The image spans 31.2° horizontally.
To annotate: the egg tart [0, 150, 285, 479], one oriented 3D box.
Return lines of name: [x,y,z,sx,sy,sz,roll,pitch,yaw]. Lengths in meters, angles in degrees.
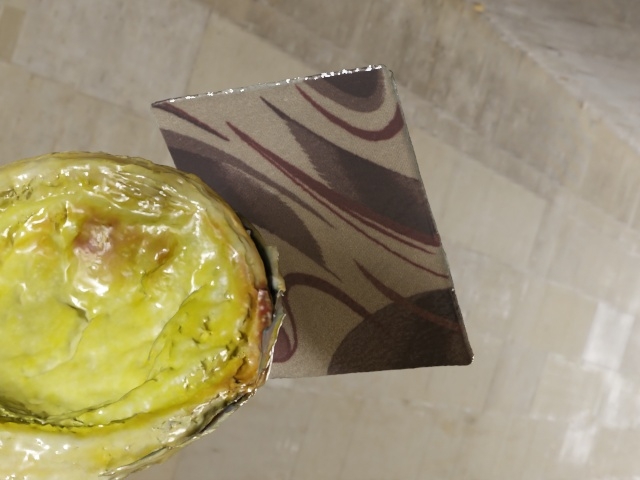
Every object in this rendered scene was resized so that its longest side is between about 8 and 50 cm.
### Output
egg tart: [-0.160,0.052,0.756,0.279,0.279,0.095,17,144,12]

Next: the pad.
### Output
pad: [0.000,0.000,1.030,0.220,0.330,0.004,-7,-145,20]
